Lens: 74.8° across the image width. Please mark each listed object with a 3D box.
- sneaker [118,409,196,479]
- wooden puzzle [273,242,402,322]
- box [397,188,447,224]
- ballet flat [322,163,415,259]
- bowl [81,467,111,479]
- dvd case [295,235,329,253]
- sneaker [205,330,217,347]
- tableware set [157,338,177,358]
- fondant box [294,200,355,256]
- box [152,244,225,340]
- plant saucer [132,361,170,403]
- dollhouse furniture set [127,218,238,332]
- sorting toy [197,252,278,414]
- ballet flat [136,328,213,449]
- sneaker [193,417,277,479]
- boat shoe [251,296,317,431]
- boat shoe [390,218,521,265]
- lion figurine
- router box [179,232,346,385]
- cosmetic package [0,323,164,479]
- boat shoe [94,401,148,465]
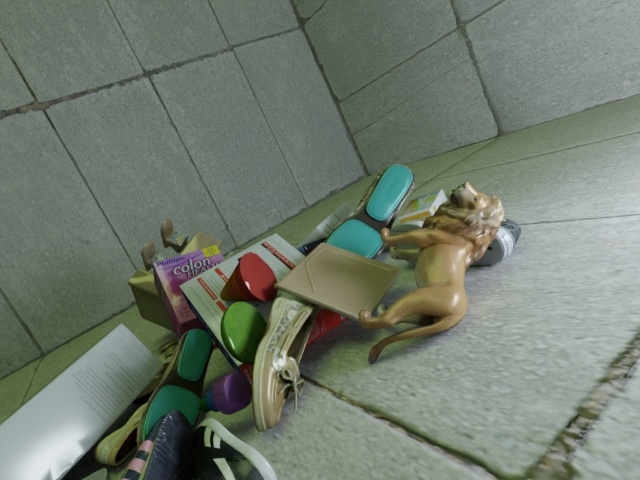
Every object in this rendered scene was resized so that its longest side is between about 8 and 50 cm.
[{"bbox_3d":[-0.270,0.370,0.616,0.131,0.112,0.319,-32,7,-1],"label":"sneaker"},{"bbox_3d":[0.046,0.093,0.957,0.220,0.044,0.238,19,32,24],"label":"wooden puzzle"},{"bbox_3d":[0.334,-0.072,1.321,0.114,0.103,0.203,-18,13,30],"label":"box"},{"bbox_3d":[0.151,-0.039,1.358,0.483,0.164,0.182,-54,-10,-21],"label":"ballet flat"},{"bbox_3d":[-0.401,0.453,0.664,0.142,0.053,0.142,-28,11,-15],"label":"bowl"},{"bbox_3d":[-0.103,0.051,1.329,0.252,0.022,0.180,-24,-2,28],"label":"dvd case"},{"bbox_3d":[-0.276,0.222,1.208,0.270,0.145,0.090,-17,14,37],"label":"sneaker"},{"bbox_3d":[-0.474,0.341,1.422,0.168,0.020,0.141,-31,10,-20],"label":"tableware set"},{"bbox_3d":[0.000,0.000,1.562,0.238,0.096,0.330,-44,0,29],"label":"fondant box"},{"bbox_3d":[-0.387,0.163,1.337,0.213,0.243,0.117,-17,-35,-30],"label":"box"},{"bbox_3d":[-0.445,0.385,1.131,0.168,0.029,0.168,-24,12,5],"label":"plant saucer"},{"bbox_3d":[-0.516,0.104,1.590,0.257,0.361,0.394,107,-173,-52],"label":"dollhouse furniture set"},{"bbox_3d":[-0.186,0.189,0.868,0.126,0.127,0.366,-29,35,25],"label":"sorting toy"},{"bbox_3d":[-0.300,0.328,0.879,0.106,0.107,0.316,-54,13,28],"label":"ballet flat"},{"bbox_3d":[-0.169,0.339,0.607,0.121,0.079,0.216,-33,14,-36],"label":"sneaker"},{"bbox_3d":[-0.065,0.215,0.785,0.089,0.105,0.285,2,39,5],"label":"boat shoe"},{"bbox_3d":[0.326,0.001,1.039,0.119,0.121,0.335,-25,20,-37],"label":"boat shoe"},{"bbox_3d":[0.229,0.064,0.819,0.240,0.142,0.393,-3,53,27],"label":"lion figurine"},{"bbox_3d":[-0.141,0.145,1.036,0.301,0.082,0.335,-30,41,-23],"label":"router box"},{"bbox_3d":[-0.544,0.378,0.880,0.217,0.156,0.385,-37,10,31],"label":"cosmetic package"},{"bbox_3d":[-0.374,0.397,0.867,0.059,0.063,0.170,8,27,27],"label":"boat shoe"}]
